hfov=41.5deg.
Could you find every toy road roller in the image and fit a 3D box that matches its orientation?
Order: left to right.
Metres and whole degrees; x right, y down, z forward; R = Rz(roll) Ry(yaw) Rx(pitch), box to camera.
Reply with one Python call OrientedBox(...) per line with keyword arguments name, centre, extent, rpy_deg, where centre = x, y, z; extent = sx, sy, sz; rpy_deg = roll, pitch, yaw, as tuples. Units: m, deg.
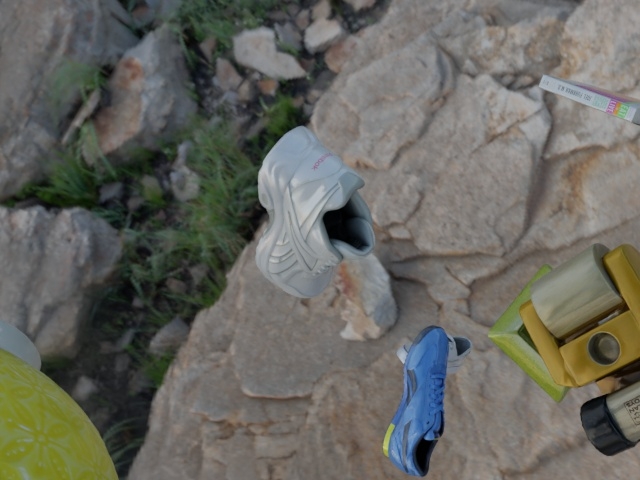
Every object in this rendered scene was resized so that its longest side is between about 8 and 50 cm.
OrientedBox(name="toy road roller", centre=(0.508, 0.174, 1.379), extent=(0.202, 0.241, 0.329), rpy_deg=(-38, 69, 33))

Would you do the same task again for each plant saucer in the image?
OrientedBox(name="plant saucer", centre=(0.435, 0.167, 1.549), extent=(0.188, 0.045, 0.188), rpy_deg=(43, 74, -2))

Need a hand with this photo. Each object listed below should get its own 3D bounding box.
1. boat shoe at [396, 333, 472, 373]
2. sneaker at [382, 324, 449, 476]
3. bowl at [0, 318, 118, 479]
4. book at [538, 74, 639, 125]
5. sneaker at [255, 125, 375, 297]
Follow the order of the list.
OrientedBox(name="boat shoe", centre=(0.252, 0.236, 1.831), extent=(0.095, 0.258, 0.084), rpy_deg=(44, 108, 24))
OrientedBox(name="sneaker", centre=(0.151, 0.225, 1.172), extent=(0.082, 0.069, 0.209), rpy_deg=(22, 99, 53))
OrientedBox(name="bowl", centre=(-0.257, 0.134, 0.547), extent=(0.289, 0.289, 0.156), rpy_deg=(-17, 46, 24))
OrientedBox(name="book", centre=(0.386, -0.194, 1.161), extent=(0.144, 0.096, 0.035), rpy_deg=(32, 113, 38))
OrientedBox(name="sneaker", centre=(0.000, 0.000, 0.848), extent=(0.115, 0.232, 0.090), rpy_deg=(34, 63, 23))
